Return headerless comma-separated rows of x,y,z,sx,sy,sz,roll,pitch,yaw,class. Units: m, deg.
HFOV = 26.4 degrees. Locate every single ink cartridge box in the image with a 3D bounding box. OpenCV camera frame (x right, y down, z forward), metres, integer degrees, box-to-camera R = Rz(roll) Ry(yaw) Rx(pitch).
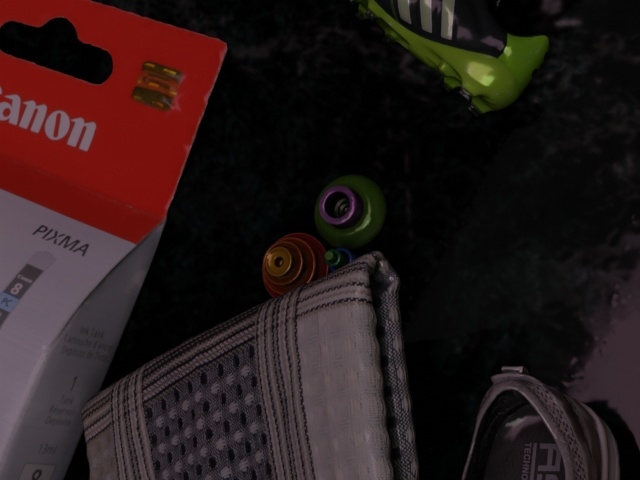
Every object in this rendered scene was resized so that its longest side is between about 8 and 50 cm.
-0.272,-0.014,0.995,0.308,0.091,0.385,21,89,27,ink cartridge box

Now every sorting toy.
0.000,0.000,0.889,0.061,0.042,0.102,42,97,27,sorting toy

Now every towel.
-0.052,0.204,0.788,0.312,0.056,0.324,-27,62,44,towel

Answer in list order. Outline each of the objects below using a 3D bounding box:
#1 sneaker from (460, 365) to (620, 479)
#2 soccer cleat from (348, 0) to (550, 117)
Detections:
0.094,0.199,0.718,0.105,0.115,0.281,-11,55,26,sneaker
0.071,-0.155,0.887,0.072,0.060,0.179,-46,70,-1,soccer cleat
